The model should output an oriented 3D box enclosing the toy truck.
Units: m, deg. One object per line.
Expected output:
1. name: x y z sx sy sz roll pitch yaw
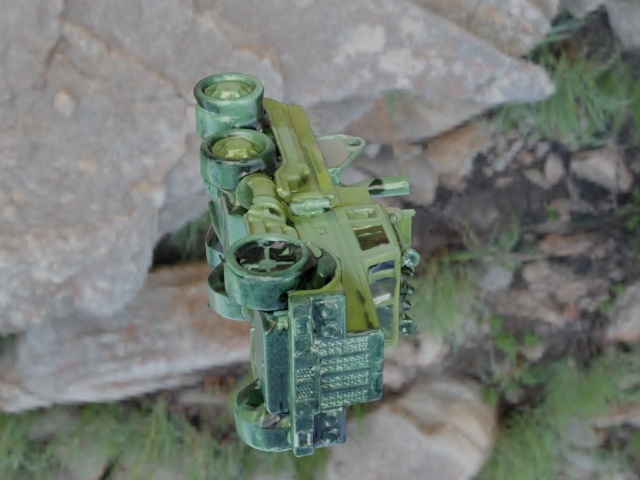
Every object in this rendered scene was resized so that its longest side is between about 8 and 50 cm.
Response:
1. toy truck: -0.002 0.002 0.813 0.135 0.259 0.128 -4 122 -5
